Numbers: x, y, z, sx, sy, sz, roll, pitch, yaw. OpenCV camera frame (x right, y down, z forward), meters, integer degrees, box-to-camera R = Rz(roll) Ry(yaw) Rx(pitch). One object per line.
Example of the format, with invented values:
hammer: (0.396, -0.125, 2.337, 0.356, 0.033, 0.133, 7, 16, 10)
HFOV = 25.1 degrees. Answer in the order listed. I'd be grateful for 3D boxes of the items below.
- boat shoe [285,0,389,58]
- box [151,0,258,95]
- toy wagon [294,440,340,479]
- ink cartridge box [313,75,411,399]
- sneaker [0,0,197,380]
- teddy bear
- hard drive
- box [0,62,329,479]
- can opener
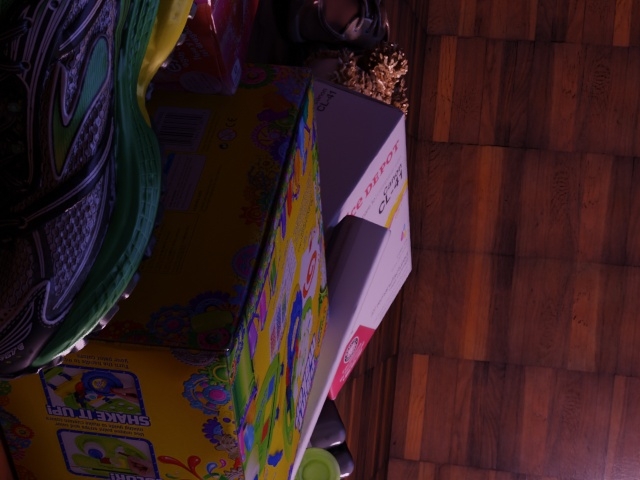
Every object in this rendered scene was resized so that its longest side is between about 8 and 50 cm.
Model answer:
boat shoe: (0.028, -0.301, 1.846, 0.324, 0.116, 0.123, -4, 99, -80)
box: (-0.107, -0.245, 1.060, 0.122, 0.128, 0.257, 78, 20, -59)
toy wagon: (-0.034, 0.353, 1.600, 0.267, 0.068, 0.344, 157, -74, -73)
ink cartridge box: (0.001, 0.004, 1.660, 0.226, 0.131, 0.306, -56, 158, -29)
sneaker: (-0.175, -0.087, 0.857, 0.146, 0.134, 0.343, 16, 82, -55)
teddy bear: (0.035, -0.148, 1.843, 0.245, 0.113, 0.338, -62, 166, -9)
hard drive: (-0.025, 0.151, 1.382, 0.233, 0.047, 0.353, 138, -26, -87)
box: (-0.106, 0.060, 1.086, 0.290, 0.177, 0.279, -76, 167, -45)
can opener: (-0.023, 0.230, 1.729, 0.283, 0.095, 0.076, -130, -154, -83)
